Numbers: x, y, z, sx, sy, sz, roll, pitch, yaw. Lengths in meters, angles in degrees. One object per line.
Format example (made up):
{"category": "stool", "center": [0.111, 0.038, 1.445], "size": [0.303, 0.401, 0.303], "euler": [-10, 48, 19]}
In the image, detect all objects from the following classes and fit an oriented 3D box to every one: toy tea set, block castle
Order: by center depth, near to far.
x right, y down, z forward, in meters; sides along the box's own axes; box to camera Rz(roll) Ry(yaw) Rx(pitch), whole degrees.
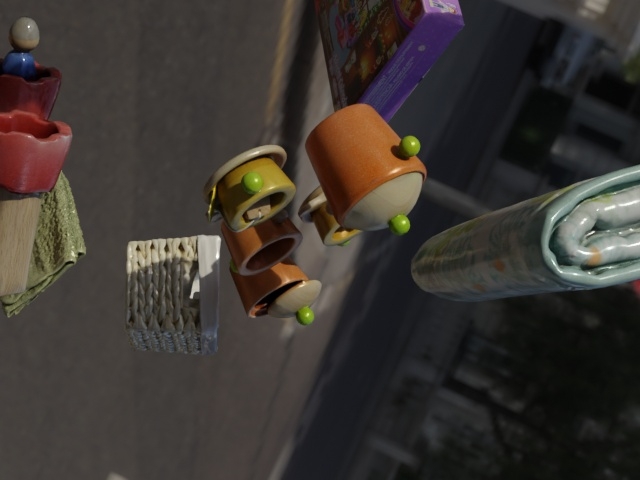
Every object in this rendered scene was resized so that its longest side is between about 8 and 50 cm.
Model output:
{"category": "block castle", "center": [-0.457, -0.116, 1.323], "size": [0.303, 0.453, 0.213], "euler": [-121, -137, -67]}
{"category": "toy tea set", "center": [0.000, 0.000, 1.460], "size": [0.200, 0.124, 0.336], "euler": [-28, 162, -11]}

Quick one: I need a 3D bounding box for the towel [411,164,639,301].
{"category": "towel", "center": [0.299, -0.018, 1.314], "size": [0.320, 0.374, 0.090], "euler": [151, -74, -74]}

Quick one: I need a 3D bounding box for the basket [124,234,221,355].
{"category": "basket", "center": [-0.165, 0.063, 1.676], "size": [0.167, 0.103, 0.113], "euler": [112, -22, -76]}

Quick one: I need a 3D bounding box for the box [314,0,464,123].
{"category": "box", "center": [0.071, -0.294, 1.799], "size": [0.201, 0.057, 0.293], "euler": [-51, -145, 39]}

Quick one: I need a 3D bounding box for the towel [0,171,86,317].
{"category": "towel", "center": [-0.289, 0.000, 1.518], "size": [0.110, 0.027, 0.148], "euler": [-37, -140, 15]}
